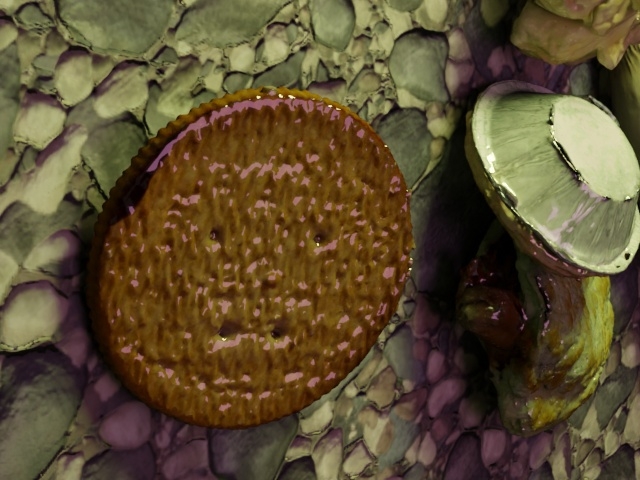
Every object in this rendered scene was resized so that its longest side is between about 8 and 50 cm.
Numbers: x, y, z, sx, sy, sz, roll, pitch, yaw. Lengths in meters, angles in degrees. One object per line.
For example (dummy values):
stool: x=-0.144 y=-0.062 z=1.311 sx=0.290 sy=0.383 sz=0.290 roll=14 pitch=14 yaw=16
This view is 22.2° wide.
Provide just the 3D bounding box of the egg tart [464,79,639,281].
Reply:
egg tart: x=0.247 y=-0.072 z=1.627 sx=0.234 sy=0.094 sz=0.234 roll=26 pitch=44 yaw=-27

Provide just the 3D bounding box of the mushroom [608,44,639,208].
mushroom: x=0.409 y=-0.121 z=1.860 sx=0.397 sy=0.126 sz=0.177 roll=58 pitch=47 yaw=-40

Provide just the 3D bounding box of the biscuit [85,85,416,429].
biscuit: x=-0.054 y=0.017 z=1.350 sx=0.305 sy=0.038 sz=0.305 roll=-12 pitch=115 yaw=-26

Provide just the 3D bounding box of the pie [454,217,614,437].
pie: x=0.244 y=0.067 z=1.730 sx=0.257 sy=0.105 sz=0.274 roll=-58 pitch=138 yaw=-36

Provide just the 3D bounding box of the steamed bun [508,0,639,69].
steamed bun: x=0.307 y=-0.305 z=1.617 sx=0.295 sy=0.137 sz=0.292 roll=-57 pitch=159 yaw=-20
